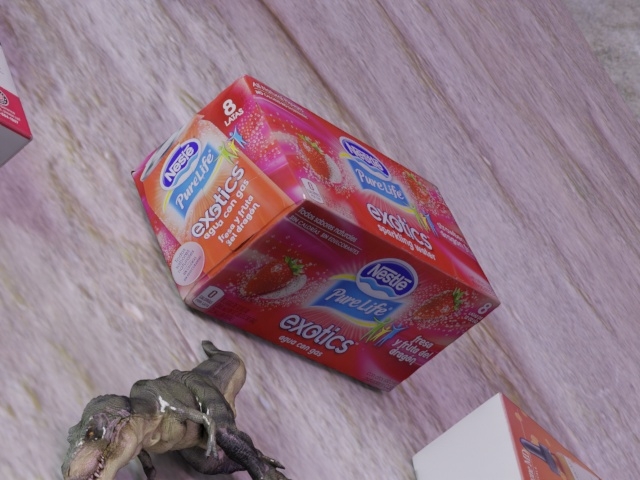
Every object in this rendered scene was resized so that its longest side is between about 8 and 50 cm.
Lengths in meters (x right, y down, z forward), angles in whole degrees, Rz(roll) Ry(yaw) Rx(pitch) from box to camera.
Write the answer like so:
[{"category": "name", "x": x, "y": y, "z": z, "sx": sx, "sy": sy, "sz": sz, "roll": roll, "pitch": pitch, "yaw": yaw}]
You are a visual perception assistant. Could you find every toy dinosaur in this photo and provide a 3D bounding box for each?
[{"category": "toy dinosaur", "x": -0.064, "y": 0.118, "z": 1.197, "sx": 0.118, "sy": 0.064, "sz": 0.268, "roll": 45, "pitch": 16, "yaw": 5}]

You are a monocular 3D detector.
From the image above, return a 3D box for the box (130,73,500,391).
[{"category": "box", "x": 0.000, "y": 0.000, "z": 1.451, "sx": 0.257, "sy": 0.122, "sz": 0.128, "roll": 27, "pitch": 29, "yaw": -48}]

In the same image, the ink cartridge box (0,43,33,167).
[{"category": "ink cartridge box", "x": -0.248, "y": -0.115, "z": 1.201, "sx": 0.109, "sy": 0.063, "sz": 0.150, "roll": 29, "pitch": 28, "yaw": -47}]

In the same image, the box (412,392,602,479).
[{"category": "box", "x": 0.162, "y": 0.219, "z": 1.459, "sx": 0.170, "sy": 0.091, "sz": 0.130, "roll": 41, "pitch": 22, "yaw": -27}]
